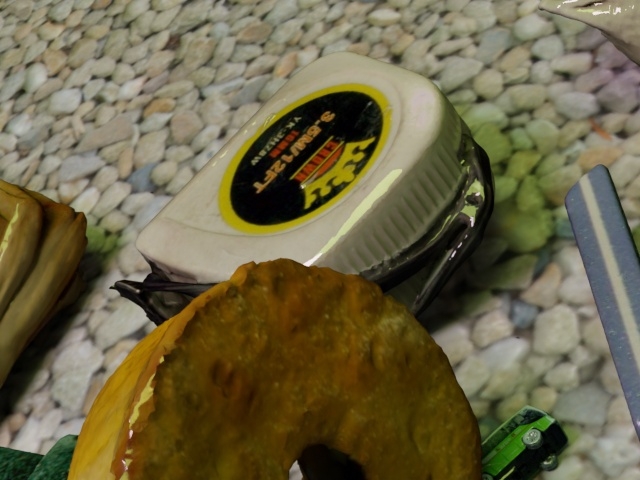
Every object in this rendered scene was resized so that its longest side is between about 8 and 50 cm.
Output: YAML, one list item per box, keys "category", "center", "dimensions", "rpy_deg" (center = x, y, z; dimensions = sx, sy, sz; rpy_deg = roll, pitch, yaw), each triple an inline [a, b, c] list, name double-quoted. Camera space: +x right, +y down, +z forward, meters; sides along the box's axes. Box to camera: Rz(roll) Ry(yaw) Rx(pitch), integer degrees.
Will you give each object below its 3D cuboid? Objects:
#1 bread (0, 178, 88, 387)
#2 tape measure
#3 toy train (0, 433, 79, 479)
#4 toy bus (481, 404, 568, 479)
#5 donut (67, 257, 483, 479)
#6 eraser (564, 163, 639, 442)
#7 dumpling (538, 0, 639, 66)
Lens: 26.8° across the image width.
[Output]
- category: "bread"
  center: [-0.400, 0.060, 1.142]
  dimensions: [0.314, 0.191, 0.370]
  rpy_deg: [18, 63, 39]
- category: "tape measure"
  center: [0.000, 0.000, 1.013]
  dimensions: [0.271, 0.133, 0.231]
  rpy_deg: [-44, 36, -10]
- category: "toy train"
  center: [-0.186, 0.202, 0.893]
  dimensions: [0.330, 0.178, 0.138]
  rpy_deg: [4, 54, 31]
- category: "toy bus"
  center: [0.121, 0.145, 0.876]
  dimensions: [0.083, 0.031, 0.037]
  rpy_deg: [-41, 36, -8]
- category: "donut"
  center: [-0.025, 0.167, 0.772]
  dimensions: [0.110, 0.303, 0.303]
  rpy_deg: [-18, 41, 44]
- category: "eraser"
  center: [0.203, 0.052, 0.876]
  dimensions: [0.036, 0.082, 0.225]
  rpy_deg: [-19, 44, 12]
- category: "dumpling"
  center: [0.283, -0.195, 1.034]
  dimensions: [0.216, 0.126, 0.166]
  rpy_deg: [-19, 28, 18]
